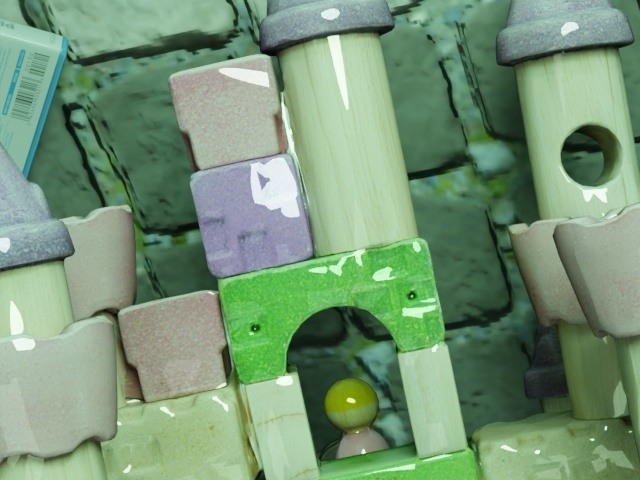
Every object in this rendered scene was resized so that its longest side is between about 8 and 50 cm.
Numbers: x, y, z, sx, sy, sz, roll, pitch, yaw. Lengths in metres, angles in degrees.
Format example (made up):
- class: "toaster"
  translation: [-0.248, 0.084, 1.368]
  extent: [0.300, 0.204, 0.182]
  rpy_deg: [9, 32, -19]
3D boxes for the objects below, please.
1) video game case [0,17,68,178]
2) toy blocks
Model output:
- class: "video game case"
  translation: [-0.206, -0.060, 0.765]
  extent: [0.166, 0.015, 0.119]
  rpy_deg: [15, 125, -14]
- class: "toy blocks"
  translation: [0.000, 0.000, 0.706]
  extent: [0.289, 0.309, 0.260]
  rpy_deg: [-12, 89, 1]
